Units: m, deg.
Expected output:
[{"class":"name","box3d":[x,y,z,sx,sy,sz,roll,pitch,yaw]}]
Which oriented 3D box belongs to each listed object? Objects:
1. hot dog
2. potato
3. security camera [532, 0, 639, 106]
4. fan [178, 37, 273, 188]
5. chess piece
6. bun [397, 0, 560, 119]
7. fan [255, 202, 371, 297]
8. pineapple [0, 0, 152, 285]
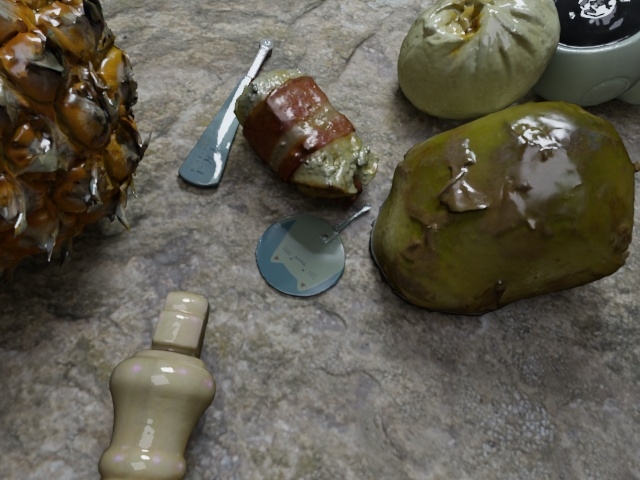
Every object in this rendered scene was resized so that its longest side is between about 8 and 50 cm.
[{"class":"hot dog","box3d":[-0.022,-0.132,0.608,0.146,0.103,0.213,-26,78,-41]},{"class":"potato","box3d":[0.213,-0.050,0.542,0.300,0.196,0.246,-14,65,-12]},{"class":"security camera","box3d":[0.416,-0.295,0.694,0.236,0.194,0.194,-5,64,-4]},{"class":"fan","box3d":[-0.119,-0.190,0.665,0.057,0.023,0.282,19,64,5]},{"class":"chess piece","box3d":[-0.165,0.231,0.404,0.117,0.117,0.397,8,61,-3]},{"class":"bun","box3d":[0.205,-0.273,0.641,0.222,0.127,0.222,-9,73,34]},{"class":"fan","box3d":[0.000,0.000,0.592,0.175,0.005,0.113,-36,72,-20]},{"class":"pineapple","box3d":[-0.337,-0.113,0.419,0.352,0.352,0.300,44,43,14]}]
